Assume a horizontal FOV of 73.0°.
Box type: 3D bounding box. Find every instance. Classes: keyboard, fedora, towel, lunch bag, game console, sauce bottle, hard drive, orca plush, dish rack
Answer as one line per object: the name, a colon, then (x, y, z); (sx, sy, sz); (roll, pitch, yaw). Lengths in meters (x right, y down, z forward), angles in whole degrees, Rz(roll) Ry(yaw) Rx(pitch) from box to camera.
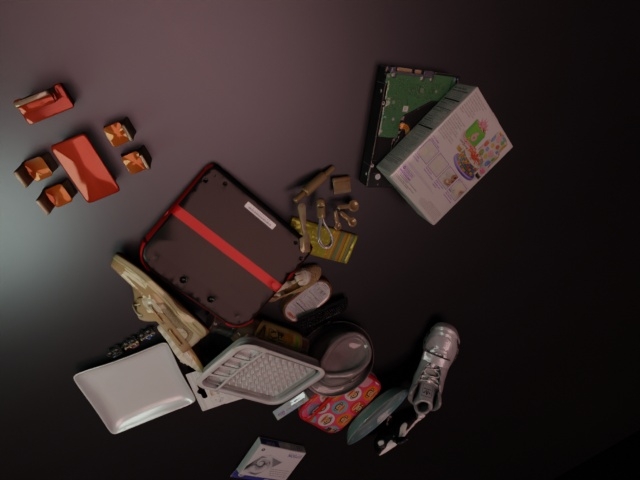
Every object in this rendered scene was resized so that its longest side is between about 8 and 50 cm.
keyboard: (0.014, 0.263, 1.462); (0.192, 0.038, 0.100); (-20, 139, -19)
fedora: (0.066, 0.396, 1.456); (0.275, 0.124, 0.244); (-20, 80, -17)
towel: (0.000, 0.000, 1.358); (0.237, 0.021, 0.102); (16, 103, -26)
lunch bag: (0.051, 0.554, 1.605); (0.258, 0.120, 0.293); (39, 97, -27)
game console: (-0.262, 0.031, 1.215); (0.386, 0.060, 0.342); (40, 90, -21)
sauce bottle: (-0.199, 0.306, 1.382); (0.344, 0.111, 0.111); (25, 105, -29)
hard drive: (0.255, -0.321, 1.264); (0.237, 0.064, 0.339); (-2, 117, -20)
orca plush: (0.328, 0.773, 1.827); (0.287, 0.151, 0.102); (-34, 91, 1)
dish rack: (-0.184, 0.403, 1.354); (0.333, 0.072, 0.285); (29, 124, -31)

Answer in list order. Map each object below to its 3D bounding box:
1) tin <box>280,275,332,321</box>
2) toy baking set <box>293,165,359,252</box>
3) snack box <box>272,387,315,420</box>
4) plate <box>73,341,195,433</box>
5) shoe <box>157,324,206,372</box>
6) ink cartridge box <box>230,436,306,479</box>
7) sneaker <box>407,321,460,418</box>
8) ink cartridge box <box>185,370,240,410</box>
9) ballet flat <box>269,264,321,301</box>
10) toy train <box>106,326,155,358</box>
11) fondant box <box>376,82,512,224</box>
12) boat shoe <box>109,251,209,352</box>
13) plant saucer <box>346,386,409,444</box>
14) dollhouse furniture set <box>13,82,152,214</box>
tin: (-0.047, 0.193, 1.428); (0.189, 0.040, 0.106); (-40, 118, 2)
toy baking set: (0.015, -0.089, 1.254); (0.256, 0.030, 0.197); (-39, 107, -21)
snack box: (-0.085, 0.556, 1.492); (0.141, 0.037, 0.100); (-37, 167, 13)
plate: (-0.570, 0.456, 1.356); (0.277, 0.045, 0.278); (-20, 121, -12)
shoe: (-0.422, 0.327, 1.332); (0.058, 0.076, 0.219); (-26, 114, -3)
ink cartridge box: (-0.206, 0.890, 1.713); (0.223, 0.045, 0.224); (27, 104, -30)
sneaker: (0.433, 0.503, 1.648); (0.137, 0.210, 0.366); (18, 117, 13)
ink cartridge box: (-0.309, 0.460, 1.458); (0.232, 0.066, 0.189); (-14, 120, -4)
ballet flat: (-0.089, 0.134, 1.354); (0.206, 0.067, 0.073); (-29, 80, -7)
toy train: (-0.562, 0.306, 1.293); (0.158, 0.027, 0.036); (-30, 126, -4)
fondant box: (0.361, -0.244, 1.252); (0.330, 0.096, 0.238); (-45, 122, 6)
boat shoe: (-0.455, 0.176, 1.184); (0.110, 0.121, 0.341); (-44, 111, -11)
plant saucer: (0.219, 0.679, 1.703); (0.317, 0.044, 0.317); (-30, 147, -22)
dollhouse furniture set: (-0.556, -0.207, 0.971); (0.262, 0.135, 0.259); (-26, 122, -7)
